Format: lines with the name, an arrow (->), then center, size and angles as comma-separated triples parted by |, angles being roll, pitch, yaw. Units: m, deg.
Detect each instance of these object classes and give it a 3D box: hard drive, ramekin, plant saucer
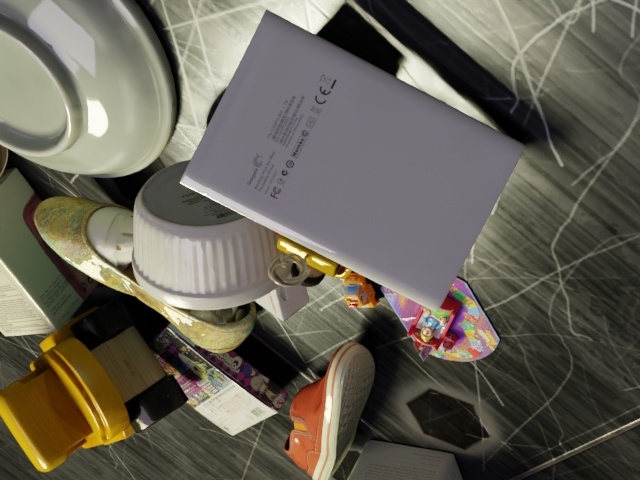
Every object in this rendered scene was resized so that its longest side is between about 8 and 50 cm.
hard drive -> 0.034, -0.082, 1.180 | 0.308, 0.203, 0.040 | 27, -175, -7
ramekin -> -0.136, -0.018, 1.382 | 0.207, 0.207, 0.109 | 15, 127, 22
plant saucer -> -0.379, -0.219, 1.420 | 0.401, 0.100, 0.400 | 20, 139, 18

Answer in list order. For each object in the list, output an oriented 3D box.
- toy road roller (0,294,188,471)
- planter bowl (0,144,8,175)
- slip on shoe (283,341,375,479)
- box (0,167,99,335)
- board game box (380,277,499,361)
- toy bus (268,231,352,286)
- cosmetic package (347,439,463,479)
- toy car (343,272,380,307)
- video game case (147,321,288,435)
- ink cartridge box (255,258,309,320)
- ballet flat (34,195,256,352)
toy road roller -> -0.382, 0.239, 1.724 | 0.202, 0.241, 0.329 | 58, 152, -1
planter bowl -> -0.542, -0.111, 1.597 | 0.162, 0.162, 0.109 | 39, 144, -6
slip on shoe -> 0.004, 0.250, 1.629 | 0.101, 0.123, 0.331 | 30, 146, 12
box -> -0.478, 0.022, 1.713 | 0.149, 0.127, 0.232 | -7, 125, 40
board game box -> 0.150, 0.108, 1.440 | 0.133, 0.033, 0.168 | -9, 125, 40
toy bus -> 0.010, -0.005, 1.304 | 0.202, 0.191, 0.104 | -9, 144, -18
cosmetic package -> 0.120, 0.425, 1.668 | 0.151, 0.183, 0.151 | 4, 132, 32
toy car -> 0.016, 0.065, 1.483 | 0.122, 0.040, 0.060 | 12, 136, 24
video game case -> -0.176, 0.214, 1.737 | 0.210, 0.042, 0.232 | 38, 153, -5
ink cartridge box -> -0.077, 0.039, 1.481 | 0.122, 0.052, 0.088 | 33, 148, 41
ballet flat -> -0.235, 0.031, 1.567 | 0.348, 0.123, 0.123 | 37, 141, -13
